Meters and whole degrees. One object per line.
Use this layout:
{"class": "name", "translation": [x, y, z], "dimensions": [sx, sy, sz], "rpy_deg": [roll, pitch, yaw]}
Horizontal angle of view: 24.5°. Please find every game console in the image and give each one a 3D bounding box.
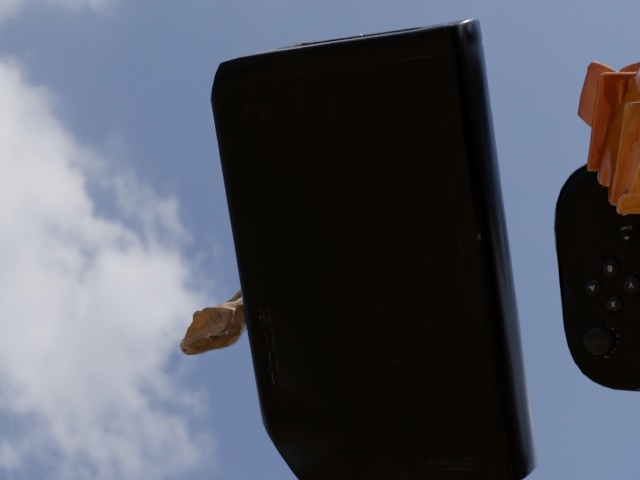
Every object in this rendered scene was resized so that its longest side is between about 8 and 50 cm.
{"class": "game console", "translation": [0.123, 0.000, 0.650], "dimensions": [0.361, 0.044, 0.213], "rpy_deg": [-5, -81, 26]}

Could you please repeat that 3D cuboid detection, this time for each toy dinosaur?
{"class": "toy dinosaur", "translation": [0.000, 0.000, 0.821], "dimensions": [0.064, 0.211, 0.112], "rpy_deg": [22, -35, 15]}

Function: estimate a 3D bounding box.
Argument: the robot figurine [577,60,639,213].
{"class": "robot figurine", "translation": [0.243, -0.087, 0.506], "dimensions": [0.291, 0.085, 0.211], "rpy_deg": [-2, -60, -8]}
